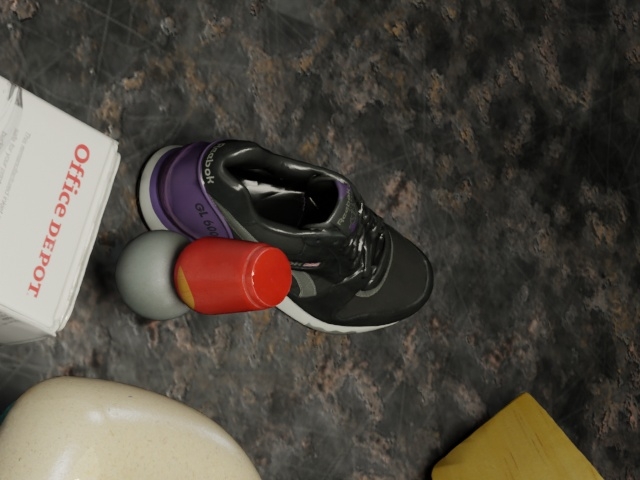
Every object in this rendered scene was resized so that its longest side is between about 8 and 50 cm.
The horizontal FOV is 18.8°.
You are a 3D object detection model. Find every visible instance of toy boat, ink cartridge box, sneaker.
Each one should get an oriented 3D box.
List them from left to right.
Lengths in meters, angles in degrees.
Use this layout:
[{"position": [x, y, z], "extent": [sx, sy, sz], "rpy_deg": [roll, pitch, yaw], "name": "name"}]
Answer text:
[{"position": [-0.266, -0.041, 1.356], "extent": [0.218, 0.092, 0.159], "rpy_deg": [29, 65, -30], "name": "ink cartridge box"}, {"position": [-0.122, 0.140, 1.351], "extent": [0.267, 0.148, 0.318], "rpy_deg": [36, 64, -42], "name": "toy boat"}, {"position": [0.000, 0.000, 1.541], "extent": [0.283, 0.124, 0.107], "rpy_deg": [22, 69, -34], "name": "sneaker"}]

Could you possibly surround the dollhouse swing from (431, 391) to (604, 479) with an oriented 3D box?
[{"position": [0.150, 0.380, 1.586], "extent": [0.305, 0.315, 0.347], "rpy_deg": [-30, 108, -2], "name": "dollhouse swing"}]
